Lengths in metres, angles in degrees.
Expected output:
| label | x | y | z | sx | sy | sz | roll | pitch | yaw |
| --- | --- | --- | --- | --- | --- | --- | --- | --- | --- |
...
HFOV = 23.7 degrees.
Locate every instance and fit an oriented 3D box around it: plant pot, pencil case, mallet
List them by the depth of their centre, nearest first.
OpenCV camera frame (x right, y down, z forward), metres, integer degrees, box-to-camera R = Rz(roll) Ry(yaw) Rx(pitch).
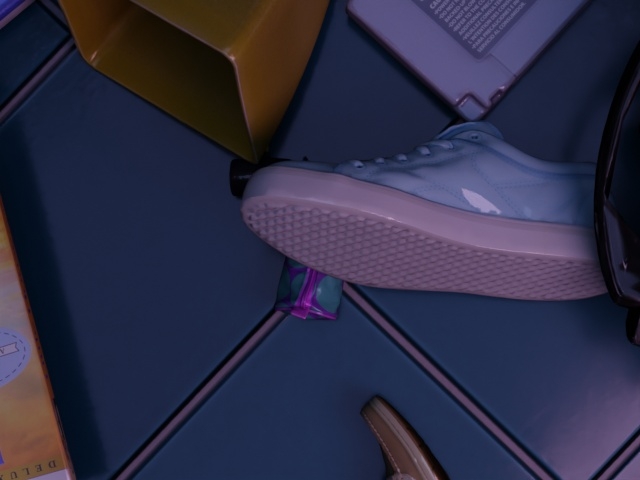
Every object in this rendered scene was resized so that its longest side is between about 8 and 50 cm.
| label | x | y | z | sx | sy | sz | roll | pitch | yaw |
| --- | --- | --- | --- | --- | --- | --- | --- | --- | --- |
| plant pot | -0.100 | -0.233 | 1.393 | 0.212 | 0.212 | 0.187 | 31 | 74 | 15 |
| pencil case | 0.000 | 0.000 | 1.447 | 0.065 | 0.070 | 0.151 | 12 | 88 | 3 |
| mallet | -0.046 | -0.133 | 1.476 | 0.062 | 0.039 | 0.189 | 8 | 83 | 4 |

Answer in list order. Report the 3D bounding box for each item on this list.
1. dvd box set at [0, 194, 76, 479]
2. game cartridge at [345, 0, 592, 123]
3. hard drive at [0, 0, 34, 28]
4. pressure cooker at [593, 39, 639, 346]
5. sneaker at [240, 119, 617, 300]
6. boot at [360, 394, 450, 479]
| label | x | y | z | sx | sy | sz | roll | pitch | yaw |
| --- | --- | --- | --- | --- | --- | --- | --- | --- | --- |
| dvd box set | -0.424 | 0.067 | 1.399 | 0.308 | 0.062 | 0.420 | -14 | 88 | -7 |
| game cartridge | 0.175 | -0.281 | 1.465 | 0.198 | 0.062 | 0.297 | 43 | 89 | 8 |
| hard drive | -0.333 | -0.329 | 1.494 | 0.319 | 0.040 | 0.210 | -39 | 86 | 0 |
| pressure cooker | 0.447 | -0.047 | 1.289 | 0.421 | 0.375 | 0.369 | 17 | 57 | 4 |
| sneaker | 0.103 | -0.042 | 1.402 | 0.366 | 0.135 | 0.150 | 11 | 60 | -19 |
| boot | 0.051 | 0.270 | 1.428 | 0.165 | 0.077 | 0.213 | -32 | 81 | 6 |
